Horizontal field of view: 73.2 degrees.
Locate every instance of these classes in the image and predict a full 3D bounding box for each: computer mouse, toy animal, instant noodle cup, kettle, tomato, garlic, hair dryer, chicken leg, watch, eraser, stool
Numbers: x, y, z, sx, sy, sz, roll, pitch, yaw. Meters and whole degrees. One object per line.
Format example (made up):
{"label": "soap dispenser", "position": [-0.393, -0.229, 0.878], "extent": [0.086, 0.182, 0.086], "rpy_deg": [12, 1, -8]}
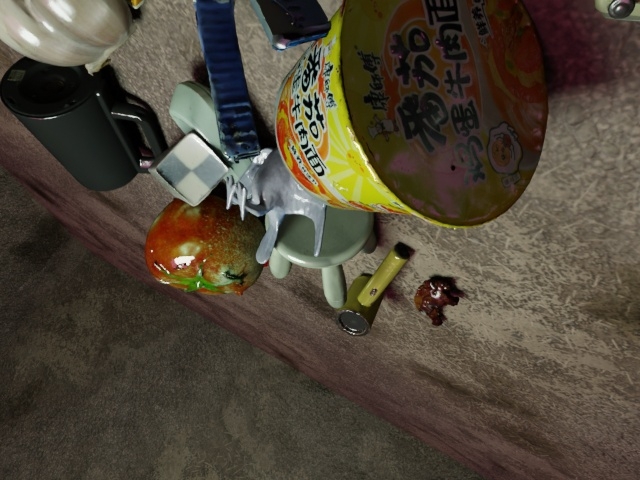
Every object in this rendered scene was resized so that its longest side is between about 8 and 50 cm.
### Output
{"label": "computer mouse", "position": [-0.172, -0.184, 0.833], "extent": [0.159, 0.097, 0.288], "rpy_deg": [30, 165, 42]}
{"label": "toy animal", "position": [-0.063, -0.085, 0.705], "extent": [0.239, 0.176, 0.256], "rpy_deg": [37, 135, 42]}
{"label": "instant noodle cup", "position": [0.077, -0.139, 0.470], "extent": [0.264, 0.264, 0.200], "rpy_deg": [45, 159, -22]}
{"label": "kettle", "position": [-0.536, -0.279, 1.036], "extent": [0.308, 0.262, 0.203], "rpy_deg": [93, 152, -64]}
{"label": "tomato", "position": [-0.291, 0.008, 1.118], "extent": [0.303, 0.239, 0.303], "rpy_deg": [5, 159, 2]}
{"label": "garlic", "position": [-0.424, -0.401, 0.688], "extent": [0.210, 0.238, 0.292], "rpy_deg": [-29, 141, 13]}
{"label": "hair dryer", "position": [0.129, 0.098, 0.981], "extent": [0.090, 0.135, 0.279], "rpy_deg": [32, 137, 4]}
{"label": "chicken leg", "position": [0.252, 0.140, 0.965], "extent": [0.089, 0.048, 0.219], "rpy_deg": [29, 154, 16]}
{"label": "watch", "position": [-0.089, -0.256, 0.456], "extent": [0.276, 0.068, 0.275], "rpy_deg": [154, 107, -67]}
{"label": "eraser", "position": [-0.293, -0.148, 0.906], "extent": [0.098, 0.096, 0.404], "rpy_deg": [46, 169, -22]}
{"label": "stool", "position": [0.000, 0.000, 0.845], "extent": [0.195, 0.195, 0.199], "rpy_deg": [26, 155, 15]}

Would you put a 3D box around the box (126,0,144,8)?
{"label": "box", "position": [-0.356, -0.463, 0.633], "extent": [0.220, 0.032, 0.122], "rpy_deg": [38, 156, -12]}

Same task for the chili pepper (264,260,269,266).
{"label": "chili pepper", "position": [-0.160, 0.046, 1.270], "extent": [0.059, 0.050, 0.191], "rpy_deg": [51, 146, 1]}

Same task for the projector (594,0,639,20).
{"label": "projector", "position": [0.317, -0.216, 0.230], "extent": [0.269, 0.088, 0.194], "rpy_deg": [17, 153, 31]}
